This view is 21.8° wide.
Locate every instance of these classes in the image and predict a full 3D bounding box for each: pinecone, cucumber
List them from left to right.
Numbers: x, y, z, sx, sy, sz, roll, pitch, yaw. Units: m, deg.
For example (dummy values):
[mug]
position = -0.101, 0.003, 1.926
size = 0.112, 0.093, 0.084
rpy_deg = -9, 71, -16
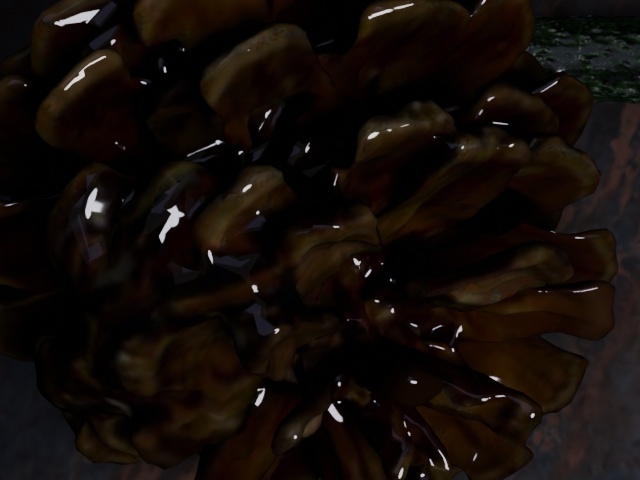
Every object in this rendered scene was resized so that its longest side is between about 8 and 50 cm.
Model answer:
[pinecone]
position = 0.000, 0.000, 0.996
size = 0.397, 0.398, 0.398
rpy_deg = -5, 66, 12
[cucumber]
position = 0.193, -0.128, 1.173
size = 0.293, 0.067, 0.068
rpy_deg = 1, 68, 16
